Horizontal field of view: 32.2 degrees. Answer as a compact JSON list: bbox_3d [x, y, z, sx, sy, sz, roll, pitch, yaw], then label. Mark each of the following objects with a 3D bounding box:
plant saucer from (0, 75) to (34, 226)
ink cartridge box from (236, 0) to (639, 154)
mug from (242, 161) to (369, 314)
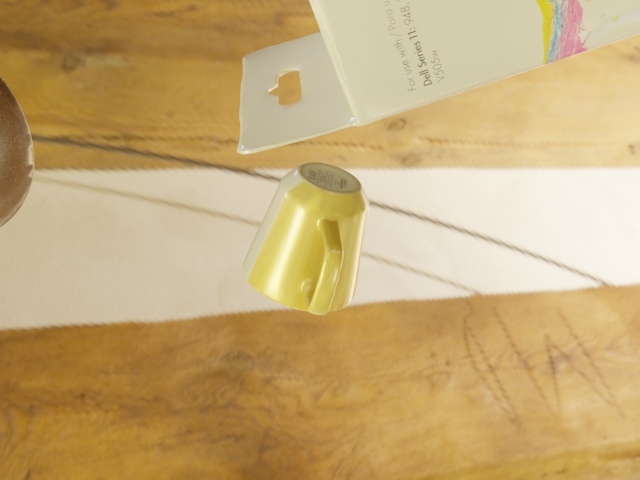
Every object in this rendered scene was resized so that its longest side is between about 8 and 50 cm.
[{"bbox_3d":[-0.293,-0.065,0.742,0.198,0.199,0.036,21,-141,-8],"label":"plant saucer"},{"bbox_3d":[0.094,-0.191,0.716,0.353,0.119,0.207,-18,-152,6],"label":"ink cartridge box"},{"bbox_3d":[0.001,-0.001,0.579,0.062,0.064,0.078,-8,-144,-42],"label":"mug"}]
